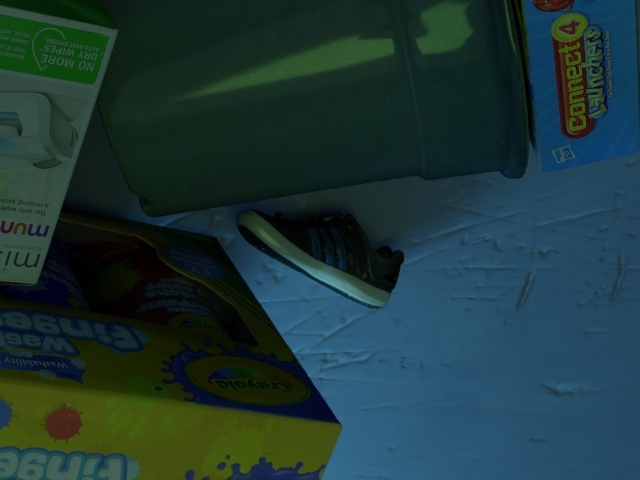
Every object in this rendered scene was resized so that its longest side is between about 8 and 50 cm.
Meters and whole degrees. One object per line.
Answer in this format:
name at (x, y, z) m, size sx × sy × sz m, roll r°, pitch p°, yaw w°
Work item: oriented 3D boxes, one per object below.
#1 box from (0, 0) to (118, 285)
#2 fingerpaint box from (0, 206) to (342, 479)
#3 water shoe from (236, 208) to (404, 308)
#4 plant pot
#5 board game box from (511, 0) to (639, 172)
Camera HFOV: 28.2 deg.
box at (-0.282, -0.131, 1.031) m, size 0.126 × 0.262 × 0.231 m, roll 7°, pitch 120°, yaw -32°
fingerpaint box at (-0.258, 0.098, 1.113) m, size 0.444 × 0.371 × 0.163 m, roll 12°, pitch 111°, yaw -27°
water shoe at (0.000, 0.000, 1.362) m, size 0.203 × 0.073 × 0.080 m, roll 30°, pitch 83°, yaw -30°
plant pot at (-0.025, -0.182, 1.124) m, size 0.334 × 0.341 × 0.341 m, roll -13°, pitch 119°, yaw 1°
board game box at (0.173, -0.270, 1.035) m, size 0.086 × 0.308 × 0.302 m, roll -14°, pitch 136°, yaw 4°
